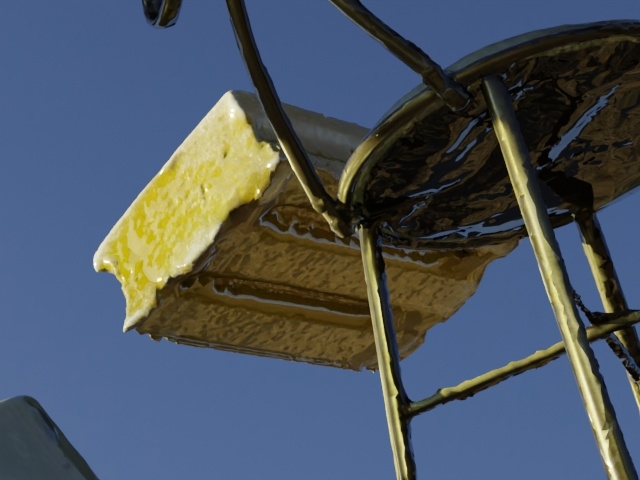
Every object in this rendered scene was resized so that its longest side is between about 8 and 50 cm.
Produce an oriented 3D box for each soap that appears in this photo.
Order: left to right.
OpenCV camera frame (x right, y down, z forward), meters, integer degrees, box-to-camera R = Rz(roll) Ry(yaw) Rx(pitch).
[{"bbox_3d":[0.000,0.000,1.533,0.315,0.091,0.199,10,-49,-48],"label":"soap"}]

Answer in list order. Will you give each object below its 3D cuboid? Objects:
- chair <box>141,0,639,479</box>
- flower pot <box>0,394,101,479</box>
[{"bbox_3d":[0.066,-0.032,0.689,0.170,0.326,0.160,-5,-26,-30],"label":"chair"},{"bbox_3d":[-0.201,0.185,0.756,0.254,0.367,0.164,-39,-88,0],"label":"flower pot"}]
